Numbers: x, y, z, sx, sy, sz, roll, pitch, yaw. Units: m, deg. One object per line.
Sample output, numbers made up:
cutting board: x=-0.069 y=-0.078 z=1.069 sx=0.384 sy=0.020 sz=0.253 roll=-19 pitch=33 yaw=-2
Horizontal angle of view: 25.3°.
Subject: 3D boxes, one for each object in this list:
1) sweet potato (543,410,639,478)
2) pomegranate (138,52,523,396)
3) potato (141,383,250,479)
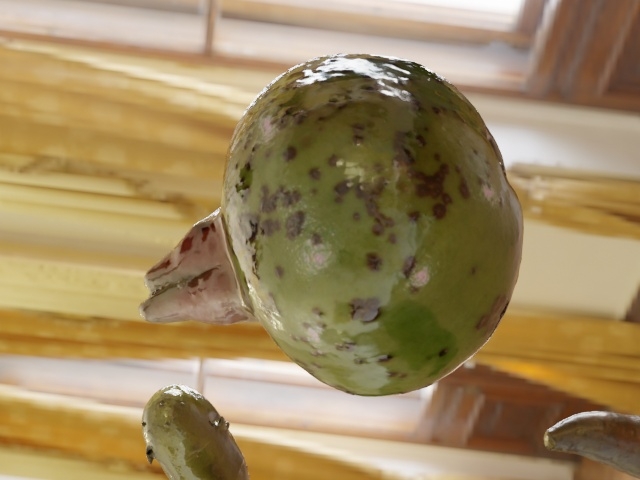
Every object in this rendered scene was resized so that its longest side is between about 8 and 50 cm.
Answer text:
sweet potato: x=0.320 y=0.185 z=1.307 sx=0.077 sy=0.244 sz=0.077 roll=-177 pitch=90 yaw=-86
pomegranate: x=0.000 y=0.000 z=0.878 sx=0.214 sy=0.248 sz=0.214 roll=56 pitch=-159 yaw=-35
potato: x=-0.124 y=0.223 z=1.480 sx=0.105 sy=0.085 sz=0.188 roll=-80 pitch=-31 yaw=-58
